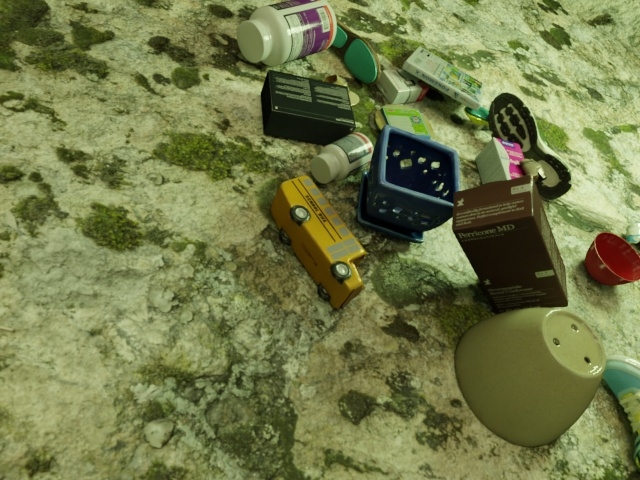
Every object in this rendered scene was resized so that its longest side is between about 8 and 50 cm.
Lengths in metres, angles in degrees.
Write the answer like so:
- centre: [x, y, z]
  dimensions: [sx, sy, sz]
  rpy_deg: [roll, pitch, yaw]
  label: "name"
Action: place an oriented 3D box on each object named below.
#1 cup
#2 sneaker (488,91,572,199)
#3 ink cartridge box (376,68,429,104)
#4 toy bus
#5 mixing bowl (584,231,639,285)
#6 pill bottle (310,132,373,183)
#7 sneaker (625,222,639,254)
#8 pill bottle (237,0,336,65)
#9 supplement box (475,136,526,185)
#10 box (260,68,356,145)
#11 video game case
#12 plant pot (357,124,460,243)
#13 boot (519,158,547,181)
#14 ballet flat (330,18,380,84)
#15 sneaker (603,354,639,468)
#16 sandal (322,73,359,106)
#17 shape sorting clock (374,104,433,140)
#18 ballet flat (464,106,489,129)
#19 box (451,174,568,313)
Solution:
- centre: [0.525, 0.292, 1.289]
  dimensions: [0.330, 0.237, 0.331]
  rpy_deg: [12, 53, -16]
  label: "cup"
- centre: [0.735, -0.335, 1.909]
  dimensions: [0.411, 0.158, 0.182]
  rpy_deg: [59, 31, 3]
  label: "sneaker"
- centre: [0.289, -0.545, 1.910]
  dimensions: [0.150, 0.063, 0.109]
  rpy_deg: [-15, 63, -32]
  label: "ink cartridge box"
- centre: [0.000, 0.000, 1.356]
  dimensions: [0.130, 0.108, 0.333]
  rpy_deg: [-22, 66, -36]
  label: "toy bus"
- centre: [0.907, 0.073, 1.707]
  dimensions: [0.181, 0.098, 0.182]
  rpy_deg: [12, 53, -16]
  label: "mixing bowl"
- centre: [0.060, -0.233, 1.552]
  dimensions: [0.180, 0.108, 0.108]
  rpy_deg: [-32, 73, -38]
  label: "pill bottle"
- centre: [1.160, 0.031, 1.867]
  dimensions: [0.228, 0.087, 0.092]
  rpy_deg: [25, 56, 4]
  label: "sneaker"
- centre: [-0.109, -0.676, 1.755]
  dimensions: [0.322, 0.182, 0.181]
  rpy_deg: [-32, 73, -37]
  label: "pill bottle"
- centre: [0.604, -0.215, 1.777]
  dimensions: [0.111, 0.114, 0.220]
  rpy_deg: [10, 51, -19]
  label: "supplement box"
- centre: [-0.040, -0.394, 1.630]
  dimensions: [0.261, 0.103, 0.185]
  rpy_deg: [7, 51, -20]
  label: "box"
- centre: [0.460, -0.601, 1.985]
  dimensions: [0.299, 0.036, 0.329]
  rpy_deg: [31, 32, 2]
  label: "video game case"
- centre: [0.230, -0.139, 1.490]
  dimensions: [0.235, 0.212, 0.236]
  rpy_deg: [18, 50, -11]
  label: "plant pot"
- centre: [0.658, -0.221, 1.710]
  dimensions: [0.118, 0.042, 0.087]
  rpy_deg: [-8, 54, -33]
  label: "boot"
- centre: [0.114, -0.680, 1.920]
  dimensions: [0.342, 0.116, 0.124]
  rpy_deg: [46, 32, 17]
  label: "ballet flat"
- centre: [0.824, 0.457, 1.373]
  dimensions: [0.208, 0.127, 0.319]
  rpy_deg: [-30, 71, -38]
  label: "sneaker"
- centre: [0.031, -0.503, 1.755]
  dimensions: [0.239, 0.079, 0.088]
  rpy_deg: [8, 53, -19]
  label: "sandal"
- centre: [0.278, -0.382, 1.801]
  dimensions: [0.206, 0.040, 0.206]
  rpy_deg: [9, 53, -13]
  label: "shape sorting clock"
- centre: [0.606, -0.439, 1.963]
  dimensions: [0.230, 0.077, 0.077]
  rpy_deg: [-3, 54, -24]
  label: "ballet flat"
- centre: [0.487, 0.025, 1.367]
  dimensions: [0.381, 0.191, 0.143]
  rpy_deg: [51, 40, -37]
  label: "box"
